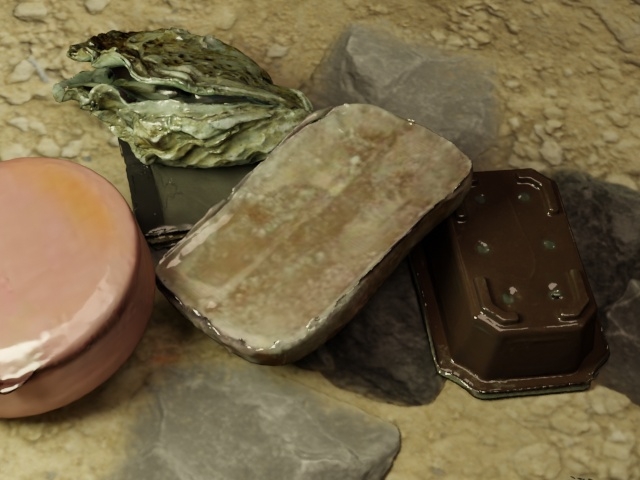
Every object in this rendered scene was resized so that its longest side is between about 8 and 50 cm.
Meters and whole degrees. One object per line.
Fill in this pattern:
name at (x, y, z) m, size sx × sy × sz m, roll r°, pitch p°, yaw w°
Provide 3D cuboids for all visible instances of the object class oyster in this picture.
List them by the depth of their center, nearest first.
oyster at (-0.131, -0.138, 1.597) m, size 0.267 × 0.112 × 0.198 m, roll 25°, pitch 29°, yaw 22°

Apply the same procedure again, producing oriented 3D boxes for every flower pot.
flower pot at (0.185, 0.026, 1.542) m, size 0.178 × 0.084 × 0.251 m, roll -4°, pitch 52°, yaw -11°

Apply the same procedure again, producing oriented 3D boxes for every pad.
pad at (-0.120, -0.095, 1.631) m, size 0.174 × 0.022 × 0.233 m, roll -7°, pitch 53°, yaw -13°

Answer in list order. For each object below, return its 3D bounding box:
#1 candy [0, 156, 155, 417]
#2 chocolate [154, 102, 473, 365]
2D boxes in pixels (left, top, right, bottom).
candy at (-0.271, 0.045, 1.421) m, size 0.255 × 0.094 × 0.255 m, roll -5°, pitch 55°, yaw 7°
chocolate at (0.000, 0.000, 1.502) m, size 0.185 × 0.100 × 0.303 m, roll 30°, pitch 64°, yaw 34°
